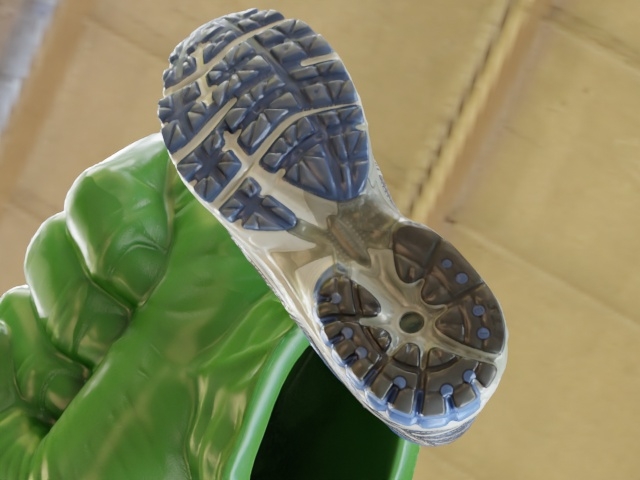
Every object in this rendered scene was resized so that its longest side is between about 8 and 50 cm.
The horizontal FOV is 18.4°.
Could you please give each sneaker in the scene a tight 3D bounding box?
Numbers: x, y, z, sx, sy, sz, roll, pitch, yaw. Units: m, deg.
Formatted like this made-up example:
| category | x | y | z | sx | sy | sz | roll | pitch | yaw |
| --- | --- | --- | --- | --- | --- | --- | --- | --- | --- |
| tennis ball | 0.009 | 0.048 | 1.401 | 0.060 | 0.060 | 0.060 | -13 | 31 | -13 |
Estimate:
| category | x | y | z | sx | sy | sz | roll | pitch | yaw |
| --- | --- | --- | --- | --- | --- | --- | --- | --- | --- |
| sneaker | 0.000 | 0.000 | 0.515 | 0.052 | 0.058 | 0.135 | -27 | -116 | -7 |

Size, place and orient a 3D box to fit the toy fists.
| category | x | y | z | sx | sy | sz | roll | pitch | yaw |
| --- | --- | --- | --- | --- | --- | --- | --- | --- | --- |
| toy fists | -0.064 | 0.105 | 0.632 | 0.142 | 0.096 | 0.279 | 29 | -68 | 46 |
